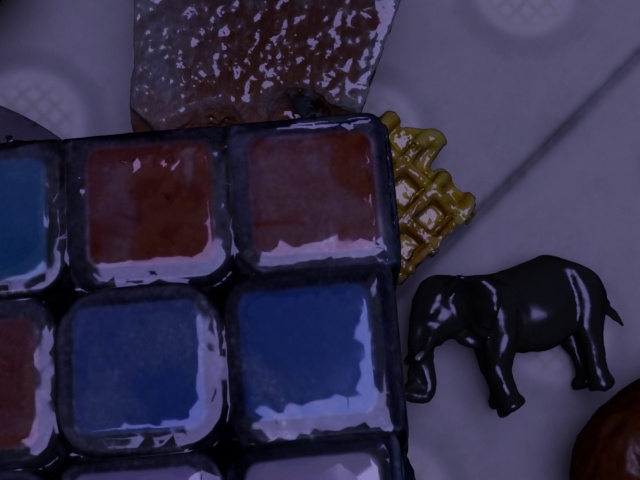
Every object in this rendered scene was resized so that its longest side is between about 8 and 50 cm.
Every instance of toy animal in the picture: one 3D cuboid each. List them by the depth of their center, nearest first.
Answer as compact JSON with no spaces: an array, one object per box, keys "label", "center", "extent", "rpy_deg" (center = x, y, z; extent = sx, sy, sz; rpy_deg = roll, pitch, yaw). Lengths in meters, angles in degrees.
[{"label":"toy animal","center":[0.178,0.093,1.189],"extent":[0.245,0.114,0.146],"rpy_deg":[-12,88,-30]}]

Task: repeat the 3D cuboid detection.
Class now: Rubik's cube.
[{"label":"Rubik's cube","center":[-0.101,0.127,0.949],"extent":[0.362,0.363,0.358],"rpy_deg":[-3,77,1]}]

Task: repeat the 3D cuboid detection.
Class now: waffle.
[{"label":"waffle","center":[0.000,0.000,1.200],"extent":[0.310,0.065,0.283],"rpy_deg":[-2,79,-3]}]

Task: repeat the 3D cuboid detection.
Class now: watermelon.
[{"label":"watermelon","center":[-0.045,-0.209,1.147],"extent":[0.264,0.151,0.302],"rpy_deg":[5,69,7]}]

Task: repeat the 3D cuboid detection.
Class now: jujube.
[{"label":"jujube","center":[0.353,0.199,1.151],"extent":[0.190,0.190,0.255],"rpy_deg":[41,72,2]}]

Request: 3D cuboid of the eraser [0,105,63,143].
[{"label":"eraser","center":[-0.341,-0.062,1.100],"extent":[0.059,0.243,0.204],"rpy_deg":[31,75,35]}]
